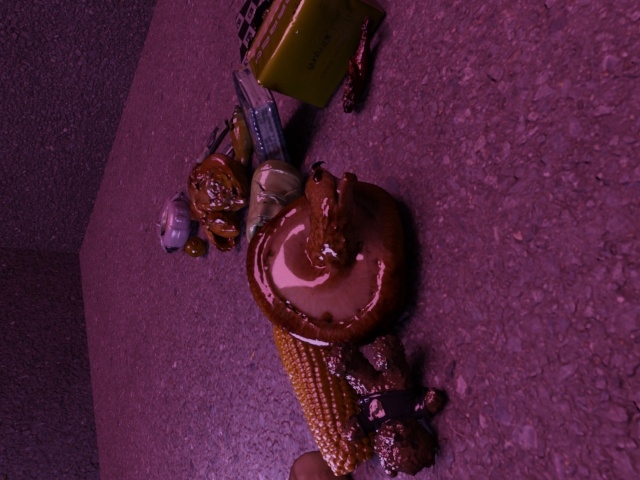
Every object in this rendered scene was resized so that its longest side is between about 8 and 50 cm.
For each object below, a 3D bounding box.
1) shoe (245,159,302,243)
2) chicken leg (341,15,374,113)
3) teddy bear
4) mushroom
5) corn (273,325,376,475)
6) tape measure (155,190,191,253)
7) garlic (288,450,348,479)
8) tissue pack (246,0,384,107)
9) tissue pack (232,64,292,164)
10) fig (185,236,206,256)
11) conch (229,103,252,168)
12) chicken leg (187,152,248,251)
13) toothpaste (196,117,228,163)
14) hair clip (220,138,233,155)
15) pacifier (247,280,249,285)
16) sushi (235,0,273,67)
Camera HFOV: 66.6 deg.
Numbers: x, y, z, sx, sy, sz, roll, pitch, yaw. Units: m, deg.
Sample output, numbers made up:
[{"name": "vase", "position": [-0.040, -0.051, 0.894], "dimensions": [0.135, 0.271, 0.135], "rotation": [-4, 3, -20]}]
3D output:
[{"name": "shoe", "position": [-0.116, -0.075, 1.272], "dimensions": [0.262, 0.140, 0.128], "rotation": [-70, 28, 24]}, {"name": "chicken leg", "position": [0.085, -0.392, 1.106], "dimensions": [0.093, 0.053, 0.204], "rotation": [-25, -55, -80]}, {"name": "teddy bear", "position": [0.126, 0.284, 0.873], "dimensions": [0.182, 0.129, 0.251], "rotation": [-21, 82, 18]}, {"name": "mushroom", "position": [0.008, 0.036, 0.943], "dimensions": [0.346, 0.259, 0.345], "rotation": [-3, 78, 14]}, {"name": "corn", "position": [0.005, 0.291, 1.031], "dimensions": [0.144, 0.144, 0.387], "rotation": [-52, 50, 34]}, {"name": "tape measure", "position": [-0.556, -0.064, 1.861], "dimensions": [0.236, 0.120, 0.197], "rotation": [-59, 36, 35]}, {"name": "garlic", "position": [-0.001, 0.538, 1.008], "dimensions": [0.128, 0.115, 0.206], "rotation": [-43, 53, 32]}, {"name": "tissue pack", "position": [-0.021, -0.487, 1.156], "dimensions": [0.274, 0.200, 0.167], "rotation": [-52, 44, 34]}, {"name": "tissue pack", "position": [-0.151, -0.300, 1.277], "dimensions": [0.257, 0.081, 0.185], "rotation": [77, 170, -52]}, {"name": "fig", "position": [-0.445, 0.028, 1.741], "dimensions": [0.088, 0.074, 0.073], "rotation": [108, 152, -61]}, {"name": "conch", "position": [-0.250, -0.331, 1.549], "dimensions": [0.095, 0.080, 0.200], "rotation": [-143, 56, -70]}, {"name": "chicken leg", "position": [-0.349, -0.094, 1.579], "dimensions": [0.409, 0.182, 0.294], "rotation": [-24, 80, 57]}, {"name": "toothpaste", "position": [-0.399, -0.349, 1.777], "dimensions": [0.233, 0.038, 0.060], "rotation": [-45, 52, 36]}, {"name": "hair clip", "position": [-0.277, -0.365, 1.615], "dimensions": [0.066, 0.036, 0.229], "rotation": [44, 112, 43]}, {"name": "pacifier", "position": [-0.173, 0.118, 1.360], "dimensions": [0.068, 0.064, 0.083], "rotation": [166, 109, -70]}, {"name": "sushi", "position": [-0.158, -0.676, 1.495], "dimensions": [0.294, 0.059, 0.291], "rotation": [-32, 59, 46]}]
